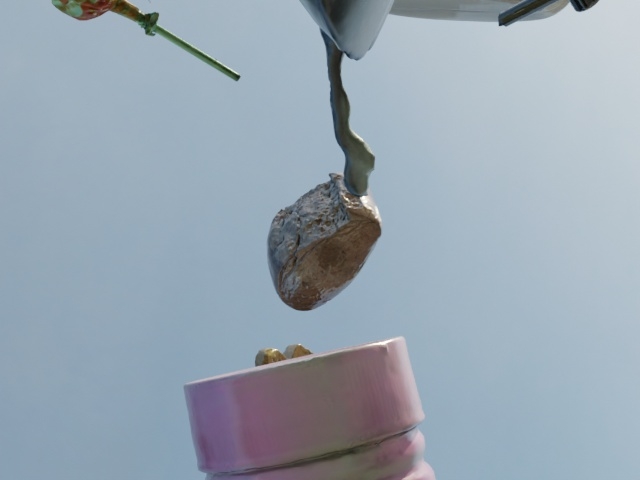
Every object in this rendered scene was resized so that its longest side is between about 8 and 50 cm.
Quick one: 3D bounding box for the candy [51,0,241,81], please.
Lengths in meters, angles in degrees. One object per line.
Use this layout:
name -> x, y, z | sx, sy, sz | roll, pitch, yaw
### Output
candy -> -0.137, -0.175, 0.784 | 0.184, 0.049, 0.056 | 27, -90, -35

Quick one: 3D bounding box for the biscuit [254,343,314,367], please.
biscuit -> -0.051, 0.222, 1.212 | 0.166, 0.036, 0.225 | 65, -149, -10

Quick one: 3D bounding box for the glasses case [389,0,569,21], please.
glasses case -> 0.150, -0.274, 0.995 | 0.059, 0.233, 0.092 | 45, -121, -57

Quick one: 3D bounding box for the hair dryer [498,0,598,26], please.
hair dryer -> 0.171, -0.190, 0.748 | 0.047, 0.083, 0.026 | 49, -135, -21

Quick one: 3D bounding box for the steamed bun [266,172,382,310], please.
steamed bun -> 0.000, 0.000, 1.232 | 0.106, 0.145, 0.175 | 38, -69, -20

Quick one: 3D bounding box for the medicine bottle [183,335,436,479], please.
medicine bottle -> 0.008, 0.263, 0.847 | 0.212, 0.212, 0.326 | -9, -95, -33

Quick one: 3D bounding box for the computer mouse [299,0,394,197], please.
computer mouse -> 0.027, -0.199, 0.446 | 0.167, 0.090, 0.380 | -58, -33, -64
